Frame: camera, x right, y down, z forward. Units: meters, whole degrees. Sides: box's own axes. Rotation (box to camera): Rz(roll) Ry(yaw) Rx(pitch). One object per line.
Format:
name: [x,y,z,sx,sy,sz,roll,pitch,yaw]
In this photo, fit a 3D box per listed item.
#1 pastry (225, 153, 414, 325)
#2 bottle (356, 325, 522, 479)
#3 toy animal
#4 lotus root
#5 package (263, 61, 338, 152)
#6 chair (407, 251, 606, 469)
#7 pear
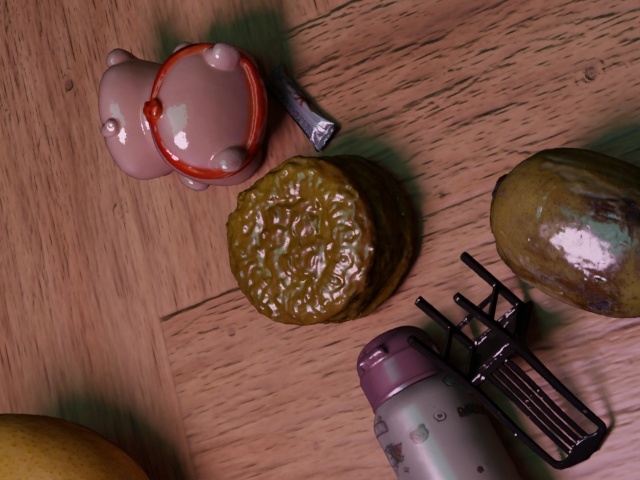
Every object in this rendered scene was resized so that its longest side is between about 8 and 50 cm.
pastry: [0.000,0.000,1.946,0.189,0.103,0.188,-2,87,35]
bottle: [0.116,0.195,1.857,0.110,0.110,0.233,-39,67,26]
toy animal: [-0.141,-0.139,2.024,0.198,0.171,0.171,0,88,42]
lotus root: [0.284,0.004,1.726,0.278,0.154,0.154,28,103,30]
package: [-0.023,-0.145,2.021,0.037,0.015,0.110,-50,65,21]
chair: [0.191,0.122,1.838,0.212,0.101,0.084,40,115,-11]
pear: [-0.303,0.342,2.018,0.314,0.314,0.314,-2,87,34]
